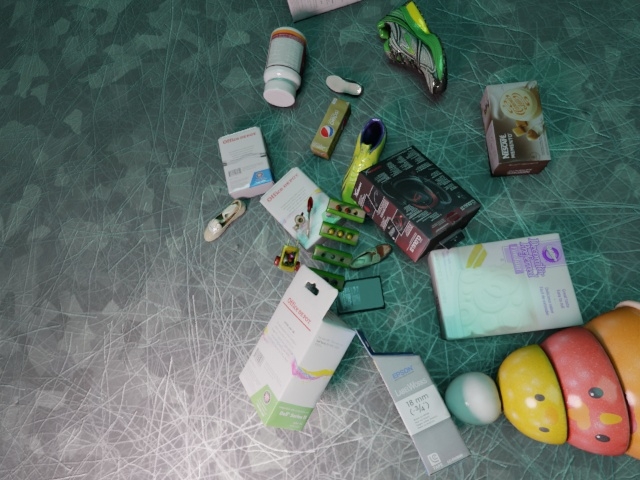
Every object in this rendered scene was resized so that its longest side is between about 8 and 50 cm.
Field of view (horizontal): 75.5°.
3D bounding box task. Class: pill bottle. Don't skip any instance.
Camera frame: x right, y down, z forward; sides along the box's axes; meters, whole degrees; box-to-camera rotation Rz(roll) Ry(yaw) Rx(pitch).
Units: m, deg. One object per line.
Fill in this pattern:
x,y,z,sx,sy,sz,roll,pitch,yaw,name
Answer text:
-0.117,-0.556,1.332,0.121,0.121,0.221,6,78,10,pill bottle

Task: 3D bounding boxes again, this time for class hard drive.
0.111,0.155,1.175,0.135,0.022,0.094,-9,75,7,hard drive

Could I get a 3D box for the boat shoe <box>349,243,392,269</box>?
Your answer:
0.143,0.046,1.187,0.137,0.043,0.049,-25,72,1,boat shoe

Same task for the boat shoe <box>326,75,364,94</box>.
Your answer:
0.080,-0.501,1.332,0.125,0.038,0.046,20,122,18,boat shoe

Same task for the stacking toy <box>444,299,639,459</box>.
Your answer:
0.524,0.342,0.916,0.480,0.350,0.350,-13,75,11,stacking toy

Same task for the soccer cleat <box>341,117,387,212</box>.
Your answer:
0.123,-0.225,1.214,0.094,0.121,0.289,17,80,12,soccer cleat

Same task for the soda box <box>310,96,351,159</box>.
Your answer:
0.034,-0.348,1.289,0.058,0.061,0.181,23,81,13,soda box

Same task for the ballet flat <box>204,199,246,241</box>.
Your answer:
-0.303,-0.067,1.277,0.168,0.052,0.057,-45,75,-3,ballet flat

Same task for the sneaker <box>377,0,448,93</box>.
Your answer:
0.288,-0.579,1.286,0.146,0.134,0.343,-26,65,9,sneaker

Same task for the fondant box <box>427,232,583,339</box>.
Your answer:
0.470,0.124,1.091,0.331,0.096,0.238,-8,75,6,fondant box

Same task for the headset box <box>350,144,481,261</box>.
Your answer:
0.262,-0.096,1.112,0.218,0.110,0.293,-30,65,-28,headset box

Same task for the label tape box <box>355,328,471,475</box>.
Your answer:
0.213,0.347,1.000,0.106,0.240,0.333,-27,74,2,label tape box

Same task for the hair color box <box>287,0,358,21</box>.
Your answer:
0.047,-0.870,1.356,0.347,0.174,0.105,-15,73,4,hair color box

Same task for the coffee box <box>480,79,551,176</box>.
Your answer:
0.552,-0.317,1.183,0.141,0.098,0.246,-3,76,8,coffee box

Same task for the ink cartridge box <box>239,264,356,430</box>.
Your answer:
-0.048,0.261,1.046,0.353,0.119,0.207,-61,33,2,ink cartridge box

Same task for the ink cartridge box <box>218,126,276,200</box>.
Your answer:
-0.226,-0.238,1.291,0.140,0.082,0.190,-16,73,4,ink cartridge box

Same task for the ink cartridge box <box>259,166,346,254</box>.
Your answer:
-0.050,-0.089,1.223,0.154,0.093,0.212,-44,77,-4,ink cartridge box

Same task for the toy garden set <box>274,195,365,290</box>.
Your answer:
0.000,0.000,1.128,0.204,0.049,0.244,16,92,-11,toy garden set
